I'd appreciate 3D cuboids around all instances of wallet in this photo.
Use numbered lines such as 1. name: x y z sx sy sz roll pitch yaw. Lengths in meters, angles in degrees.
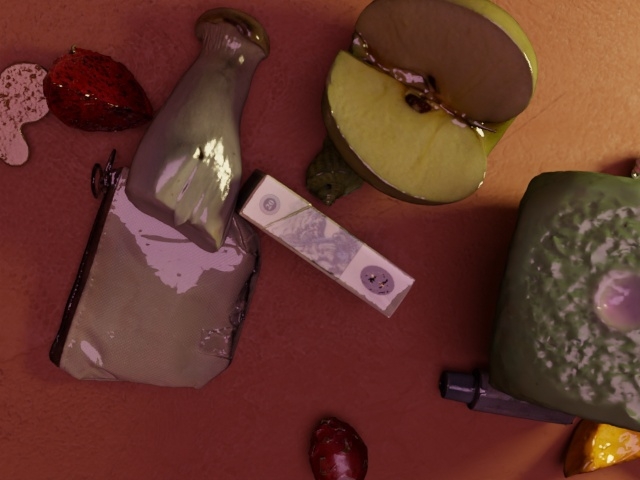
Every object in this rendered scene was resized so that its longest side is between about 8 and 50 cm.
1. wallet: -0.235 0.063 1.468 0.275 0.068 0.335 17 99 -7

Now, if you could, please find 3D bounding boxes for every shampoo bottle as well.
1. shampoo bottle: 0.291 0.238 1.568 0.214 0.072 0.072 10 94 -11

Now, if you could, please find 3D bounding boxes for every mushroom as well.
1. mushroom: -0.157 -0.162 1.408 0.159 0.122 0.328 34 67 -43

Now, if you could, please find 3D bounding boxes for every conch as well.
1. conch: 0.025 -0.104 1.499 0.089 0.074 0.121 20 70 -25

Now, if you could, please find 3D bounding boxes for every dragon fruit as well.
1. dragon fruit: -0.323 -0.209 1.420 0.162 0.083 0.106 12 49 -34
2. dragon fruit: 0.035 0.361 1.528 0.094 0.094 0.190 -12 102 -8

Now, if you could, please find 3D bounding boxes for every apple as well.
1. apple: 0.148 -0.206 1.419 0.258 0.233 0.295 30 101 2

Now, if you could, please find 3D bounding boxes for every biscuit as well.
1. biscuit: -0.475 -0.162 1.416 0.240 0.035 0.158 -35 102 -4

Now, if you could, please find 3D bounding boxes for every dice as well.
1. dice: 0.417 0.088 1.407 0.318 0.330 0.322 12 87 15

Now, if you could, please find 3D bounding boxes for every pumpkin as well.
1. pumpkin: 0.546 0.273 1.601 0.290 0.095 0.258 13 97 -7

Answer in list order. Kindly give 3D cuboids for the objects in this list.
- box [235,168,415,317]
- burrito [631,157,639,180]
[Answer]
1. box: 0.000 0.000 1.446 0.256 0.164 0.069 35 91 -11
2. burrito: 0.565 0.004 1.592 0.096 0.066 0.309 -25 100 -4
